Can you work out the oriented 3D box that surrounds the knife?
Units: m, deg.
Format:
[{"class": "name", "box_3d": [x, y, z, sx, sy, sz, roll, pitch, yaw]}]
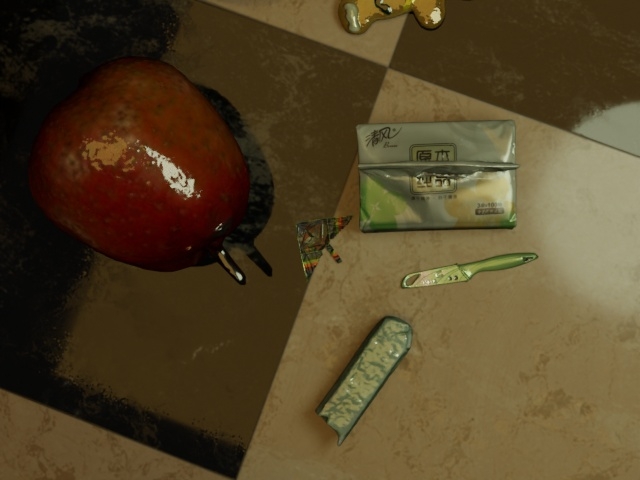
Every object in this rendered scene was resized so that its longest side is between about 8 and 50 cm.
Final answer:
[{"class": "knife", "box_3d": [0.221, 0.046, 1.787, 0.207, 0.014, 0.030, -11, 89, 7]}]

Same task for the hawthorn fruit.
[{"class": "hawthorn fruit", "box_3d": [-0.232, -0.072, 1.698, 0.285, 0.285, 0.369, -40, 92, 5]}]

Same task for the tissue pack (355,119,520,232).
[{"class": "tissue pack", "box_3d": [0.167, -0.091, 1.723, 0.229, 0.145, 0.159, -1, 91, 6]}]

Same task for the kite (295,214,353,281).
[{"class": "kite", "box_3d": [0.000, 0.000, 1.812, 0.090, 0.004, 0.122, 41, 95, 5]}]

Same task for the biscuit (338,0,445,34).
[{"class": "biscuit", "box_3d": [0.138, -0.389, 1.779, 0.240, 0.035, 0.158, -10, 92, 6]}]

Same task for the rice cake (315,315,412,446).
[{"class": "rice cake", "box_3d": [0.066, 0.200, 1.779, 0.063, 0.069, 0.206, 36, 97, 2]}]
